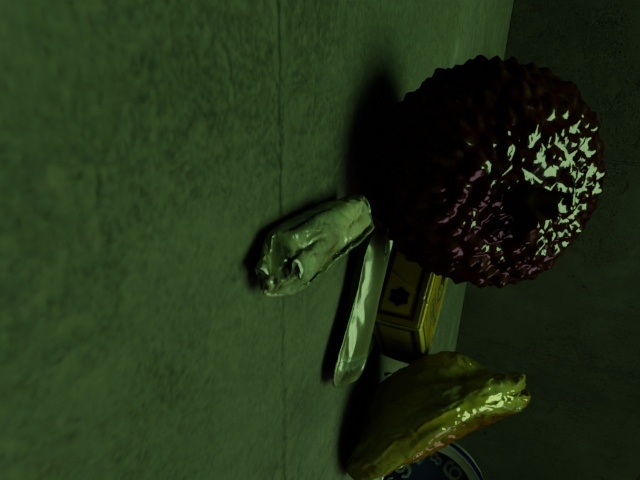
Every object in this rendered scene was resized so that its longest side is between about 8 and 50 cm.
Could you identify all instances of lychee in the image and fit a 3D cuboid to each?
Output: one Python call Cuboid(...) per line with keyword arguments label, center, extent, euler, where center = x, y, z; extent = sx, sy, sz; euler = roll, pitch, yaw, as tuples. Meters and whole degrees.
Cuboid(label="lychee", center=(0.183, -0.072, 0.573), extent=(0.300, 0.264, 0.264), euler=(-114, -153, -70))

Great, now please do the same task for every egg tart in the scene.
Cuboid(label="egg tart", center=(0.172, 0.270, 0.810), extent=(0.128, 0.319, 0.319), euler=(64, 2, 29))

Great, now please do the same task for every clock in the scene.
Cuboid(label="clock", center=(0.215, 0.511, 1.013), extent=(0.083, 0.230, 0.230), euler=(46, 58, -71))

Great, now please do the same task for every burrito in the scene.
Cuboid(label="burrito", center=(-0.002, 0.001, 0.436), extent=(0.188, 0.045, 0.058), euler=(-33, 105, -60))

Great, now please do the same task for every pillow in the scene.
Cuboid(label="pillow", center=(0.057, 0.076, 0.642), extent=(0.130, 0.033, 0.217), euler=(25, 77, -67))

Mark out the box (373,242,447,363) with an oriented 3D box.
Cuboid(label="box", center=(0.170, 0.035, 0.843), extent=(0.193, 0.084, 0.301), euler=(64, 42, -57))
